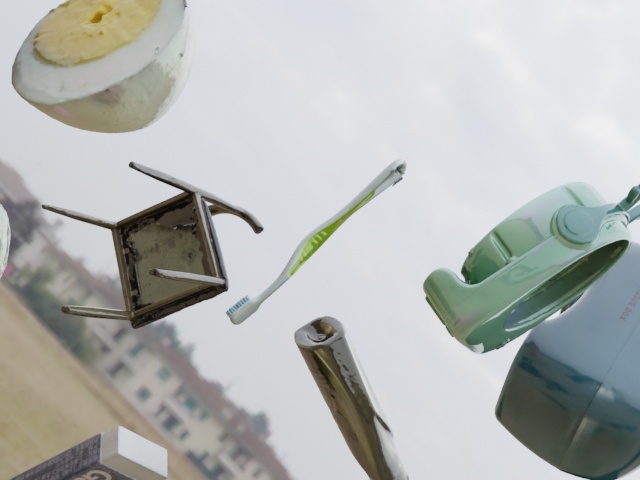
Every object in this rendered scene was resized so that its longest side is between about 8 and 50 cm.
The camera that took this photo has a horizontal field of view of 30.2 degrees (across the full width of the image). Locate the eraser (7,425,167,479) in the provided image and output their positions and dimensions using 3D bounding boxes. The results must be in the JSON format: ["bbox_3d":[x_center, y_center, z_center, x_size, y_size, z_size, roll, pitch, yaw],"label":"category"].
[{"bbox_3d":[-0.294,0.299,1.472,0.092,0.212,0.046,38,34,-39],"label":"eraser"}]

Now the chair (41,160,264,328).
[{"bbox_3d":[-0.213,0.017,1.622,0.272,0.188,0.166,13,59,-58],"label":"chair"}]

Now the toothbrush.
[{"bbox_3d":[0.000,0.000,1.290,0.026,0.263,0.022,37,-16,51],"label":"toothbrush"}]

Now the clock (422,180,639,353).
[{"bbox_3d":[0.192,0.013,0.998,0.066,0.211,0.159,56,5,19],"label":"clock"}]

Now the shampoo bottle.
[{"bbox_3d":[0.064,0.296,2.047,0.125,0.084,0.350,33,-29,62],"label":"shampoo bottle"}]

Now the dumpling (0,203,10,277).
[{"bbox_3d":[-0.334,0.020,1.066,0.100,0.134,0.169,16,-11,-27],"label":"dumpling"}]

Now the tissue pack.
[{"bbox_3d":[0.361,0.148,1.435,0.206,0.287,0.198,31,-42,18],"label":"tissue pack"}]

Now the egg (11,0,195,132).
[{"bbox_3d":[-0.345,-0.295,2.069,0.337,0.337,0.201,36,-17,44],"label":"egg"}]
